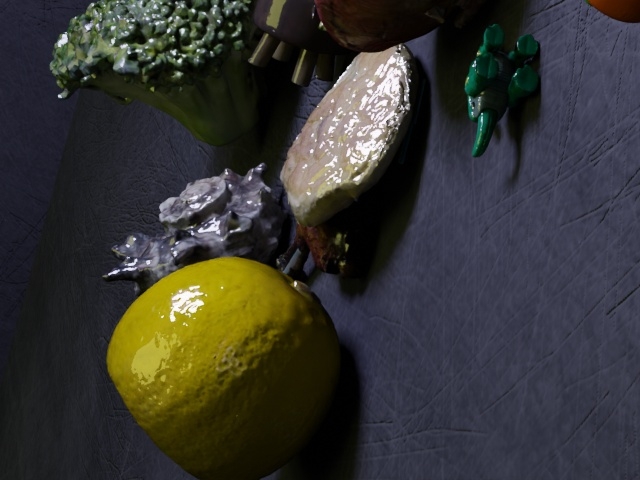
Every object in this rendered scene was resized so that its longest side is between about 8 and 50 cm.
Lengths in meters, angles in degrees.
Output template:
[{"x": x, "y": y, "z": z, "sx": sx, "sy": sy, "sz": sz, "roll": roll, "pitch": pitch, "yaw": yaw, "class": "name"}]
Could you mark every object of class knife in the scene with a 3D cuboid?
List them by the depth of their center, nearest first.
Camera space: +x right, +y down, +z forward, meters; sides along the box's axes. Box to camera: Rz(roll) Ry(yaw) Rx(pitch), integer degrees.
[{"x": 0.095, "y": -0.122, "z": 1.662, "sx": 0.014, "sy": 0.005, "sz": 0.091, "roll": -144, "pitch": 68, "yaw": -71, "class": "knife"}]

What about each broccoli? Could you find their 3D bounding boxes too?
[{"x": -0.190, "y": -0.279, "z": 2.153, "sx": 0.334, "sy": 0.324, "sz": 0.272, "roll": -41, "pitch": -34, "yaw": -37, "class": "broccoli"}]

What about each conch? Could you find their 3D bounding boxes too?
[{"x": -0.145, "y": -0.001, "z": 2.053, "sx": 0.240, "sy": 0.186, "sz": 0.313, "roll": -52, "pitch": -2, "yaw": -6, "class": "conch"}]

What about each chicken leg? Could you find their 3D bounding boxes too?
[{"x": 0.000, "y": 0.000, "z": 1.802, "sx": 0.253, "sy": 0.051, "sz": 0.106, "roll": 158, "pitch": 117, "yaw": -72, "class": "chicken leg"}]

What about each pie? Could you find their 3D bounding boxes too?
[{"x": 0.033, "y": -0.110, "z": 1.689, "sx": 0.218, "sy": 0.052, "sz": 0.185, "roll": -54, "pitch": 22, "yaw": 8, "class": "pie"}]

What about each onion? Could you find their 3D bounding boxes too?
[{"x": 0.098, "y": -0.278, "z": 1.544, "sx": 0.230, "sy": 0.163, "sz": 0.230, "roll": -50, "pitch": -25, "yaw": -34, "class": "onion"}]

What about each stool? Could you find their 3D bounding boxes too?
[{"x": -0.018, "y": -0.264, "z": 1.912, "sx": 0.217, "sy": 0.125, "sz": 0.121, "roll": -95, "pitch": 22, "yaw": -65, "class": "stool"}]

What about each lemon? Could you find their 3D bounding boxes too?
[{"x": -0.087, "y": 0.125, "z": 1.703, "sx": 0.219, "sy": 0.240, "sz": 0.240, "roll": -41, "pitch": 28, "yaw": 9, "class": "lemon"}]

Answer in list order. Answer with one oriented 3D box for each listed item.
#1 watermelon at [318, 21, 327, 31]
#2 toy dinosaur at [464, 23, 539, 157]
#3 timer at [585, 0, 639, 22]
[{"x": 0.058, "y": -0.318, "z": 1.772, "sx": 0.075, "sy": 0.092, "sz": 0.181, "roll": -87, "pitch": 7, "yaw": -69, "class": "watermelon"}, {"x": 0.152, "y": -0.134, "z": 1.436, "sx": 0.096, "sy": 0.059, "sz": 0.132, "roll": 120, "pitch": 165, "yaw": -63, "class": "toy dinosaur"}, {"x": 0.229, "y": -0.216, "z": 1.188, "sx": 0.136, "sy": 0.099, "sz": 0.136, "roll": -165, "pitch": 90, "yaw": -85, "class": "timer"}]
